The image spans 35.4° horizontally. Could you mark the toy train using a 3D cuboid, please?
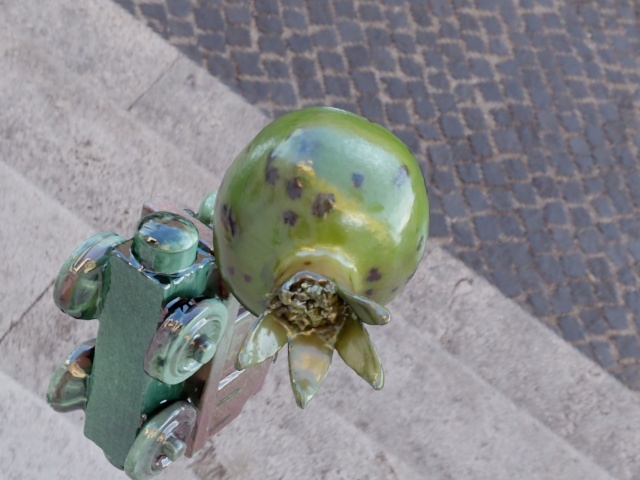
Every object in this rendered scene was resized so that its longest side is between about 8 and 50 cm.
[{"bbox_3d":[-0.130,0.081,0.943,0.150,0.304,0.221,34,41,20],"label":"toy train"}]

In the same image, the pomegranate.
[{"bbox_3d":[0.009,0.010,0.662,0.156,0.156,0.220,0,46,-21],"label":"pomegranate"}]
